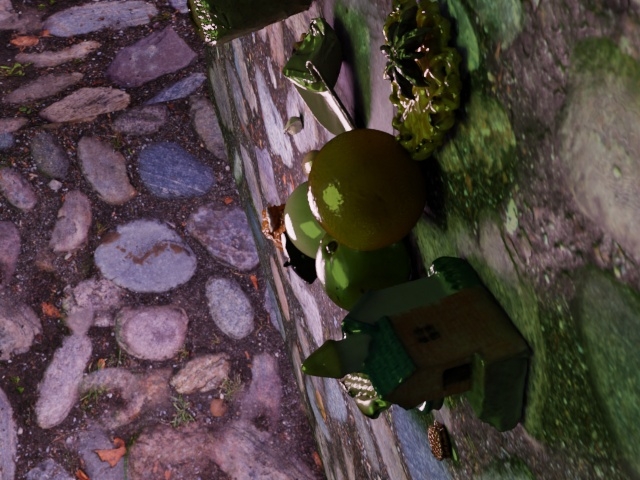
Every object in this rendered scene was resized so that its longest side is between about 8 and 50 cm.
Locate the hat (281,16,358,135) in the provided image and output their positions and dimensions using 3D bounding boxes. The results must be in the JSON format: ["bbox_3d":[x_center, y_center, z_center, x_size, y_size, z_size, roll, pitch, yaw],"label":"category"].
[{"bbox_3d":[0.028,-0.354,1.903,0.244,0.149,0.214,42,171,-19],"label":"hat"}]

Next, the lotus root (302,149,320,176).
[{"bbox_3d":[-0.017,-0.200,2.288,0.150,0.062,0.073,146,110,-76],"label":"lotus root"}]

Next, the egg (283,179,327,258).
[{"bbox_3d":[0.018,-0.046,1.982,0.253,0.188,0.189,-144,41,-62],"label":"egg"}]

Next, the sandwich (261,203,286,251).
[{"bbox_3d":[-0.106,-0.021,2.704,0.109,0.159,0.185,-57,-36,-79],"label":"sandwich"}]

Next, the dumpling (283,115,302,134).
[{"bbox_3d":[-0.081,-0.327,2.466,0.076,0.057,0.052,-122,22,-57],"label":"dumpling"}]

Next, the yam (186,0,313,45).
[{"bbox_3d":[-0.169,-0.582,2.031,0.195,0.299,0.195,158,90,-85],"label":"yam"}]

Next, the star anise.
[{"bbox_3d":[0.124,-0.280,1.306,0.141,0.042,0.141,174,90,-70],"label":"star anise"}]

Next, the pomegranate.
[{"bbox_3d":[0.095,0.083,1.750,0.159,0.189,0.241,-112,14,-45],"label":"pomegranate"}]

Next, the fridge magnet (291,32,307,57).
[{"bbox_3d":[-0.030,-0.427,2.085,0.143,0.063,0.143,163,90,-80],"label":"fridge magnet"}]

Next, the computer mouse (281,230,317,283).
[{"bbox_3d":[0.000,0.000,2.143,0.088,0.264,0.147,-12,112,45],"label":"computer mouse"}]

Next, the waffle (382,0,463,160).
[{"bbox_3d":[0.156,-0.253,1.386,0.262,0.060,0.281,-116,20,-56],"label":"waffle"}]

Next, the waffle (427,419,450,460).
[{"bbox_3d":[0.246,0.417,1.812,0.075,0.029,0.083,121,137,-70],"label":"waffle"}]

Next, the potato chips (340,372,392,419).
[{"bbox_3d":[0.112,0.208,2.059,0.389,0.097,0.374,-127,35,-69],"label":"potato chips"}]

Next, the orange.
[{"bbox_3d":[0.082,-0.092,1.553,0.236,0.236,0.237,166,90,-79],"label":"orange"}]

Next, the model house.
[{"bbox_3d":[0.126,0.193,1.393,0.267,0.324,0.194,-117,20,-51],"label":"model house"}]
